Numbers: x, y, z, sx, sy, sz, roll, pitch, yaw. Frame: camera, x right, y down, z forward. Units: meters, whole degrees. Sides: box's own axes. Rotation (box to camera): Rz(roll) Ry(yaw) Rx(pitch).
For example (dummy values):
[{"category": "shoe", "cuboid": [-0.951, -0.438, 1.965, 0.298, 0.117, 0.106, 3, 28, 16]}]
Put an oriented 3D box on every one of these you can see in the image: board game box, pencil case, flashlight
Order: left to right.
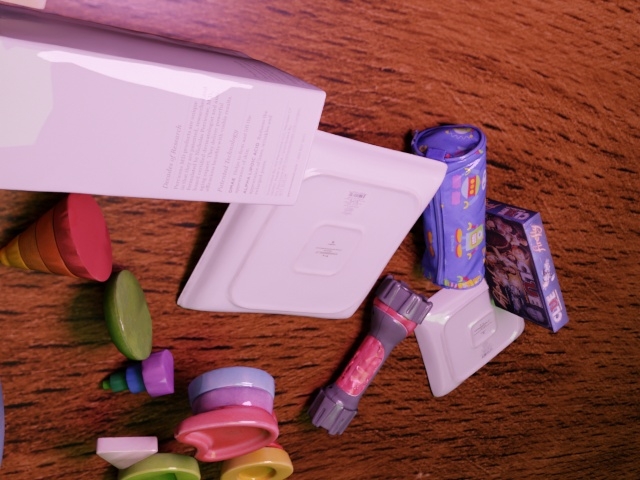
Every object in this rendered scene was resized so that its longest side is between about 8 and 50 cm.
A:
[{"category": "flashlight", "cuboid": [0.083, 0.213, 1.389, 0.103, 0.103, 0.304, 33, 94, -18]}, {"category": "pencil case", "cuboid": [0.227, -0.053, 1.331, 0.133, 0.119, 0.306, -39, 135, -37]}, {"category": "board game box", "cuboid": [0.367, 0.042, 1.430, 0.042, 0.165, 0.243, -33, 117, -19]}]

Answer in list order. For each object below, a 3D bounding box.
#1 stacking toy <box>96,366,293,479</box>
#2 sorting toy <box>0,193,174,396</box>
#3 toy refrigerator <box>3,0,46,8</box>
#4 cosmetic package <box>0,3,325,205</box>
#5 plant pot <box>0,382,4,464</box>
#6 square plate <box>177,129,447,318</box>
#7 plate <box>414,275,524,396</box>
[{"category": "stacking toy", "cuboid": [-0.193, 0.292, 1.200, 0.280, 0.130, 0.309, -7, 146, -4]}, {"category": "sorting toy", "cuboid": [-0.316, 0.097, 1.034, 0.126, 0.127, 0.365, -14, 130, 3]}, {"category": "toy refrigerator", "cuboid": [-0.404, -0.293, 0.718, 0.270, 0.102, 0.094, 2, 113, -39]}, {"category": "cosmetic package", "cuboid": [-0.215, -0.152, 0.870, 0.385, 0.217, 0.156, 0, 114, -36]}, {"category": "plant pot", "cuboid": [-0.490, 0.222, 0.834, 0.293, 0.235, 0.293, -17, 128, -24]}, {"category": "square plate", "cuboid": [0.000, 0.000, 1.173, 0.347, 0.049, 0.344, 8, 126, -39]}, {"category": "plate", "cuboid": [0.328, 0.176, 1.595, 0.277, 0.045, 0.278, -35, 131, -18]}]
